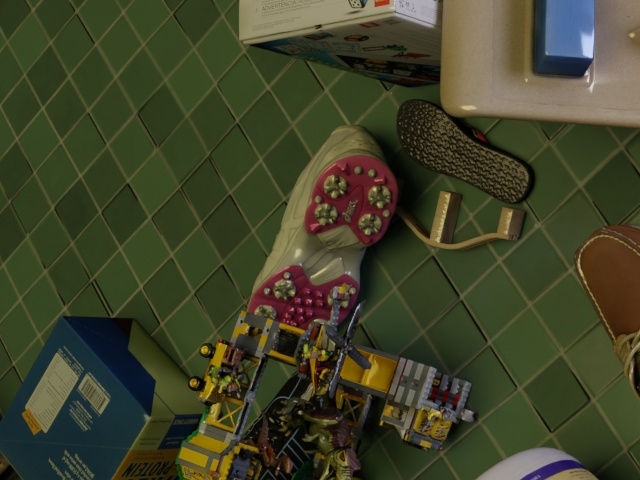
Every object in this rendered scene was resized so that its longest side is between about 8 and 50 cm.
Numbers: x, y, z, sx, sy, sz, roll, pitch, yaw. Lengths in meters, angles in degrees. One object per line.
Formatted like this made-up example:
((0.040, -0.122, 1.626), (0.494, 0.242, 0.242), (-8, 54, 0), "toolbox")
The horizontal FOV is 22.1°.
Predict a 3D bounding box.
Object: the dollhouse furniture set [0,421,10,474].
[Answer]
((-0.534, 0.428, 2.115), (0.256, 0.362, 0.394), (-45, 34, 25), "dollhouse furniture set")

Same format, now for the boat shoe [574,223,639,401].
((0.355, 0.114, 1.591), (0.324, 0.120, 0.122), (53, 124, 27), "boat shoe")

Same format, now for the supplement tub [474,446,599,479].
((0.264, 0.385, 1.571), (0.331, 0.241, 0.241), (42, 111, 31), "supplement tub")

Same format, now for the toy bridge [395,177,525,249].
((0.139, -0.024, 1.831), (0.188, 0.026, 0.063), (16, 97, 38), "toy bridge")

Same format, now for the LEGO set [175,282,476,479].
((0.023, 0.205, 1.744), (0.192, 0.331, 0.255), (15, 75, 35), "LEGO set")

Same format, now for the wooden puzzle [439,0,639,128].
((0.293, -0.267, 1.566), (0.347, 0.080, 0.322), (3, 75, 2), "wooden puzzle")

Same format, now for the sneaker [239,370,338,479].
((-0.055, 0.245, 1.917), (0.081, 0.090, 0.232), (33, 107, 34), "sneaker")

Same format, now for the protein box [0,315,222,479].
((-0.270, 0.234, 2.052), (0.200, 0.136, 0.201), (43, 112, 31), "protein box")

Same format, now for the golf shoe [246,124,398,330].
((0.000, 0.000, 1.901), (0.306, 0.115, 0.140), (-59, 20, 31), "golf shoe")

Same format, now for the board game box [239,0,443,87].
((0.085, -0.217, 1.712), (0.193, 0.305, 0.053), (-5, 83, 36), "board game box")

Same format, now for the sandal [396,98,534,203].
((0.160, -0.097, 1.819), (0.179, 0.040, 0.067), (33, 112, 19), "sandal")
